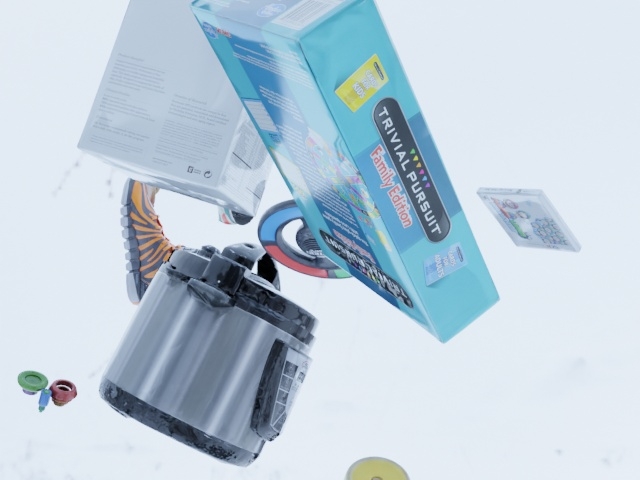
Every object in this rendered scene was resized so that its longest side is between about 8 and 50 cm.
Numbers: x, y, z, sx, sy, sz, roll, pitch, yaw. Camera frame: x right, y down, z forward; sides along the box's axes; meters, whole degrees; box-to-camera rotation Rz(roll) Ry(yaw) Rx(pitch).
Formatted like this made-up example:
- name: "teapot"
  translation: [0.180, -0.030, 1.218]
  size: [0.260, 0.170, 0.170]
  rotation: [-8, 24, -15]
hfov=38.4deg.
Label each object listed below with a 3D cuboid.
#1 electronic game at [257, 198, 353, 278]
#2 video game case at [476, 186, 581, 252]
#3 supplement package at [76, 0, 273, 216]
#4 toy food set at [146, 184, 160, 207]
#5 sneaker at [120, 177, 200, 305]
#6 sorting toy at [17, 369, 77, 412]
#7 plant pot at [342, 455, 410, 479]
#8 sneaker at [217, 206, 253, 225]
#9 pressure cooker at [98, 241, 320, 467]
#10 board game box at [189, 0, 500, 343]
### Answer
- name: "electronic game"
  translation: [0.000, 0.000, 1.630]
  size: [0.229, 0.048, 0.229]
  rotation: [8, 146, 5]
- name: "video game case"
  translation: [0.369, -0.037, 1.632]
  size: [0.143, 0.019, 0.157]
  rotation: [7, 146, 52]
- name: "supplement package"
  translation: [-0.158, -0.197, 1.236]
  size: [0.199, 0.263, 0.198]
  rotation: [17, 175, 13]
- name: "toy food set"
  translation: [-0.424, -0.115, 2.292]
  size: [0.020, 0.083, 0.082]
  rotation: [10, 179, -31]
- name: "sneaker"
  translation: [-0.382, -0.004, 2.231]
  size: [0.180, 0.321, 0.124]
  rotation: [-4, -171, 3]
- name: "sorting toy"
  translation: [-0.459, 0.256, 1.532]
  size: [0.102, 0.061, 0.042]
  rotation: [17, 112, -15]
- name: "plant pot"
  translation: [0.133, 0.681, 2.296]
  size: [0.253, 0.254, 0.239]
  rotation: [6, 120, 2]
- name: "sneaker"
  translation: [-0.152, -0.101, 1.448]
  size: [0.057, 0.161, 0.075]
  rotation: [-13, -175, -41]
- name: "pressure cooker"
  translation: [-0.208, 0.202, 1.869]
  size: [0.375, 0.420, 0.370]
  rotation: [32, 168, -29]
- name: "board game box"
  translation: [0.023, -0.089, 0.898]
  size: [0.254, 0.079, 0.336]
  rotation: [36, 158, 56]
